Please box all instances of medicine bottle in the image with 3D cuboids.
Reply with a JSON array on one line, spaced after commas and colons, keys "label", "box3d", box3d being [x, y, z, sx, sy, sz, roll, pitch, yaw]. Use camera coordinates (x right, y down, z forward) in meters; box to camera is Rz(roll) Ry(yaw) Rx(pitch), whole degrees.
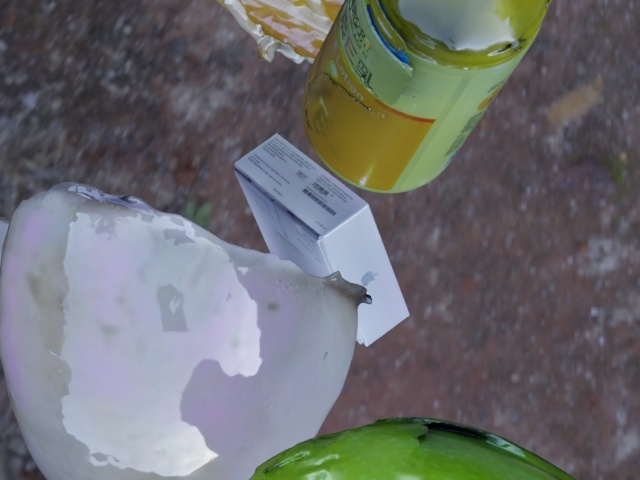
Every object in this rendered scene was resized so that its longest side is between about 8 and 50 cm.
[{"label": "medicine bottle", "box3d": [0.064, -0.125, 1.185, 0.124, 0.124, 0.239, 22, 157, -3]}]

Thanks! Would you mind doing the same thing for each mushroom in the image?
[{"label": "mushroom", "box3d": [-0.125, 0.069, 1.035, 0.236, 0.162, 0.173, 11, 76, 28]}]

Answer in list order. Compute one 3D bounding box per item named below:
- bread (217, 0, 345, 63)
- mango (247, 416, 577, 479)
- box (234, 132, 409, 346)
[{"label": "bread", "box3d": [0.003, -0.429, 1.920, 0.371, 0.279, 0.390, -28, 117, 38]}, {"label": "mango", "box3d": [0.068, 0.145, 0.579, 0.233, 0.111, 0.125, 41, 118, -3]}, {"label": "box", "box3d": [0.000, 0.000, 1.477, 0.051, 0.130, 0.129, -36, 134, -14]}]
